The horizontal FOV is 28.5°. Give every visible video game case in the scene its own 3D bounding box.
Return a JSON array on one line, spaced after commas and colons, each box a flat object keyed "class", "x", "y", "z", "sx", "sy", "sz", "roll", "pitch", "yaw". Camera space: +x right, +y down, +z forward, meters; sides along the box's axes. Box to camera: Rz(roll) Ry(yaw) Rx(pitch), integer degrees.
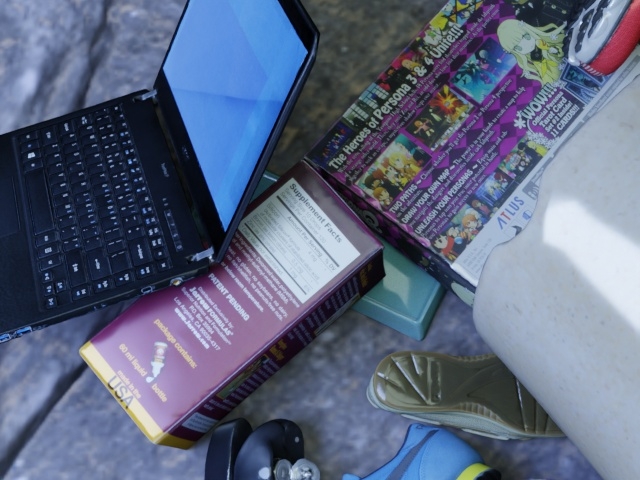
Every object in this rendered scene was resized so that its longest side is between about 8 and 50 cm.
[{"class": "video game case", "x": 0.139, "y": -0.069, "z": 0.896, "sx": 0.210, "sy": 0.042, "sz": 0.232, "roll": 38, "pitch": 72, "yaw": 10}]

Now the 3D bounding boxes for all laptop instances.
[{"class": "laptop", "x": -0.140, "y": -0.082, "z": 0.804, "sx": 0.264, "sy": 0.136, "sz": 0.234, "roll": -18, "pitch": 37, "yaw": -5}]

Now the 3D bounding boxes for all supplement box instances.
[{"class": "supplement box", "x": -0.052, "y": 0.045, "z": 0.826, "sx": 0.188, "sy": 0.104, "sz": 0.081, "roll": -41, "pitch": 79, "yaw": -4}]

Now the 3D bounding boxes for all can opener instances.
[{"class": "can opener", "x": -0.032, "y": 0.207, "z": 0.821, "sx": 0.059, "sy": 0.073, "sz": 0.186, "roll": 6, "pitch": 72, "yaw": -39}]

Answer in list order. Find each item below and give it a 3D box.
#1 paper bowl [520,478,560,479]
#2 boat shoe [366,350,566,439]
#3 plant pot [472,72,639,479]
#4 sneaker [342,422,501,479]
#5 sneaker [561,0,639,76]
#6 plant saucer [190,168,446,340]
[{"class": "paper bowl", "x": 0.111, "y": 0.289, "z": 0.703, "sx": 0.284, "sy": 0.148, "sz": 0.284, "roll": 23, "pitch": 51, "yaw": -31}, {"class": "boat shoe", "x": 0.109, "y": 0.107, "z": 0.855, "sx": 0.153, "sy": 0.048, "sz": 0.056, "roll": 4, "pitch": 70, "yaw": -5}, {"class": "plant pot", "x": 0.263, "y": 0.064, "z": 0.684, "sx": 0.334, "sy": 0.334, "sz": 0.305, "roll": -42, "pitch": 66, "yaw": -12}, {"class": "sneaker", "x": 0.026, "y": 0.208, "z": 0.811, "sx": 0.082, "sy": 0.069, "sz": 0.209, "roll": 30, "pitch": 70, "yaw": 33}, {"class": "sneaker", "x": 0.279, "y": -0.199, "z": 0.895, "sx": 0.118, "sy": 0.107, "sz": 0.279, "roll": 44, "pitch": 63, "yaw": 1}, {"class": "plant saucer", "x": 0.000, "y": 0.000, "z": 0.896, "sx": 0.192, "sy": 0.018, "sz": 0.067, "roll": 25, "pitch": 75, "yaw": 8}]
